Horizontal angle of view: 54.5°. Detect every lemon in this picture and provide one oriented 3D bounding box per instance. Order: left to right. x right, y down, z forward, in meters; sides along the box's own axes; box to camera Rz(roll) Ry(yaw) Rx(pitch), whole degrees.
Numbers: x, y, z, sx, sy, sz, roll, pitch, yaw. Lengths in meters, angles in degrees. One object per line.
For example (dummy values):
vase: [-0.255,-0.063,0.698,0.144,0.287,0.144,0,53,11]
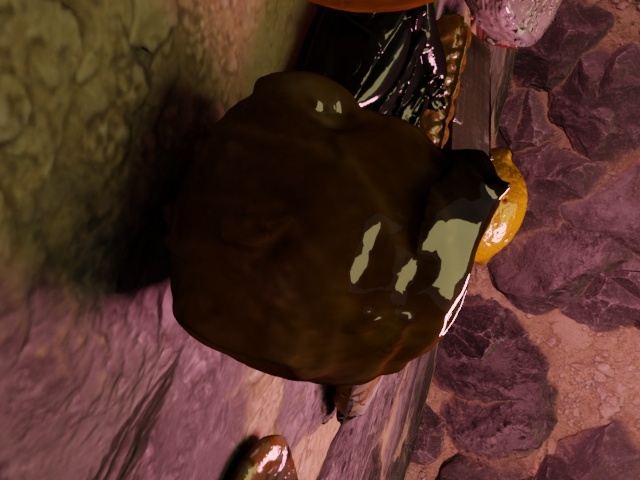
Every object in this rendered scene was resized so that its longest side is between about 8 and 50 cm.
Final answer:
lemon: [0.332,-0.086,1.359,0.253,0.228,0.228,-68,162,2]

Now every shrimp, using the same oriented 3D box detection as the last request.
shrimp: [-0.076,0.362,0.796,0.169,0.058,0.296,-54,150,-32]

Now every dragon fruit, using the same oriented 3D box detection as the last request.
dragon fruit: [0.346,-0.528,1.129,0.221,0.204,0.283,9,114,-45]

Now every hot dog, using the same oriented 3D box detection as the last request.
hot dog: [0.071,0.203,1.061,0.162,0.082,0.270,-48,157,-38]

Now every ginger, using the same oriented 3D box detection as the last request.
ginger: [-0.001,0.004,0.475,0.269,0.223,0.200,145,-38,-86]

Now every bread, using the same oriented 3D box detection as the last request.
bread: [0.193,-0.211,1.091,0.077,0.084,0.367,-154,-106,-67]

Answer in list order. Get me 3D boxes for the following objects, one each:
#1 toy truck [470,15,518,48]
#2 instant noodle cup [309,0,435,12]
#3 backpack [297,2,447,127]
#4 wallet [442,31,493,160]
toy truck: [0.410,-0.568,1.381,0.114,0.135,0.270,-57,151,-38]
instant noodle cup: [0.034,-0.278,0.374,0.216,0.216,0.172,70,30,-61]
backpack: [0.047,-0.153,0.640,0.258,0.133,0.206,-63,156,-15]
wallet: [0.280,-0.246,1.194,0.169,0.044,0.317,8,82,-49]
